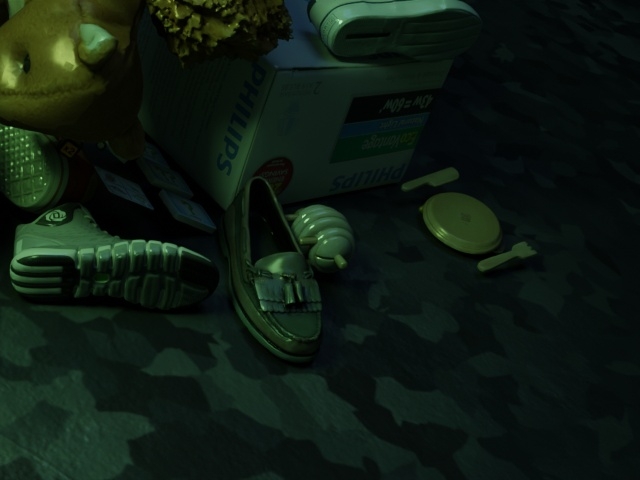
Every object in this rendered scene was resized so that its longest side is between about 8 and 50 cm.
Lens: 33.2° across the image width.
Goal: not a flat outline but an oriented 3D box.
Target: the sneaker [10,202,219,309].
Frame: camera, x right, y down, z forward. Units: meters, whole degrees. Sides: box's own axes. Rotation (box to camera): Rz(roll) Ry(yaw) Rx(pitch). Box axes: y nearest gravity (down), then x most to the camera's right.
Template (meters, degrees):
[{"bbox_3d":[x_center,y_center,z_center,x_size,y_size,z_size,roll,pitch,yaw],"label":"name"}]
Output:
[{"bbox_3d":[-0.230,0.005,1.199,0.228,0.086,0.132,6,33,-23],"label":"sneaker"}]

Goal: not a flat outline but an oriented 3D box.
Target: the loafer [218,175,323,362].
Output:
[{"bbox_3d":[-0.060,0.026,1.268,0.096,0.084,0.268,4,37,-27],"label":"loafer"}]

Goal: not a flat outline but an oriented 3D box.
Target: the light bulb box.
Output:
[{"bbox_3d":[-0.075,-0.249,1.533,0.357,0.225,0.361,-13,46,-44],"label":"light bulb box"}]

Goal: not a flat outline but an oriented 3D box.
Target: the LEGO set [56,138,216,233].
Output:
[{"bbox_3d":[-0.233,-0.112,1.299,0.244,0.060,0.182,24,23,-52],"label":"LEGO set"}]

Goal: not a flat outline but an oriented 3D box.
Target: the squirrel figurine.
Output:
[{"bbox_3d":[-0.223,-0.282,1.168,0.396,0.281,0.371,-11,55,-11],"label":"squirrel figurine"}]

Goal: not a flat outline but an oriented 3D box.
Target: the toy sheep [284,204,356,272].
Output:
[{"bbox_3d":[0.000,0.000,1.345,0.091,0.091,0.132,2,34,-29],"label":"toy sheep"}]

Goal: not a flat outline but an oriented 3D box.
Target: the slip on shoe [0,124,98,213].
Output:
[{"bbox_3d":[-0.383,-0.144,1.311,0.331,0.123,0.101,44,16,30],"label":"slip on shoe"}]

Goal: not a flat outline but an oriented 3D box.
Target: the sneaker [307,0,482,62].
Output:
[{"bbox_3d":[0.101,-0.296,1.413,0.258,0.094,0.091,-4,46,-36],"label":"sneaker"}]

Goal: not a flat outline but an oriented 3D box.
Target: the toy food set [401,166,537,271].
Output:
[{"bbox_3d":[0.207,-0.021,1.555,0.132,0.039,0.192,-18,55,-37],"label":"toy food set"}]
